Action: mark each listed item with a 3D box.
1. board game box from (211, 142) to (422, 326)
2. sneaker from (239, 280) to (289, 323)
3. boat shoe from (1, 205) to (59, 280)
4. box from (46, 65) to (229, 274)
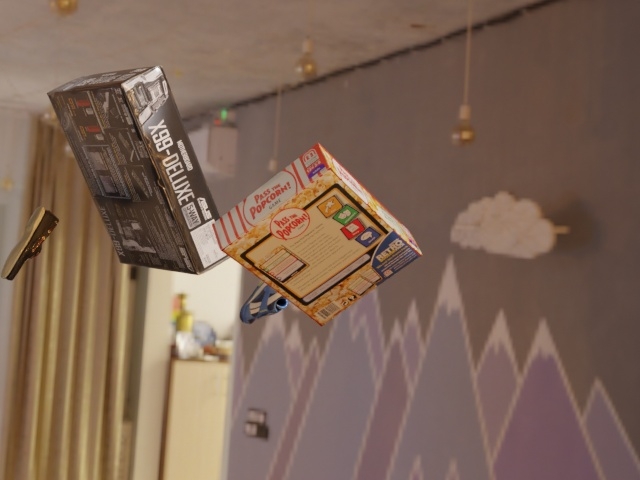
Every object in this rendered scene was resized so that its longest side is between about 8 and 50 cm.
[{"bbox_3d":[0.000,0.000,1.132,0.147,0.045,0.193,-36,-44,13],"label":"board game box"},{"bbox_3d":[-0.091,0.108,1.780,0.053,0.059,0.144,-44,-5,-45],"label":"sneaker"},{"bbox_3d":[-0.467,0.010,1.679,0.042,0.133,0.049,39,-22,-30],"label":"boat shoe"},{"bbox_3d":[-0.276,-0.103,1.588,0.076,0.307,0.242,-33,23,-33],"label":"box"}]
